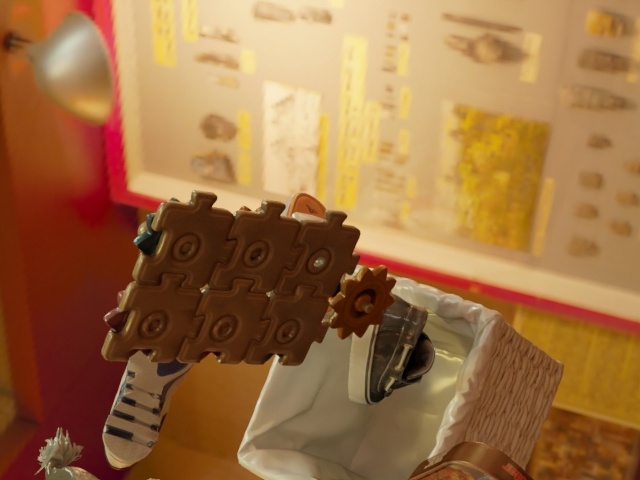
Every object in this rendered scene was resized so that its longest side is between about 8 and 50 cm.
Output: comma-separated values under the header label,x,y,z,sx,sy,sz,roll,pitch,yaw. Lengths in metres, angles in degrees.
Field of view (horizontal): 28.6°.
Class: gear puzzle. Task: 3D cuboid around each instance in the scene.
label,x,y,z,sx,sy,sz,roll,pitch,yaw
gear puzzle,-0.049,0.038,1.197,0.338,0.044,0.176,7,-66,-43

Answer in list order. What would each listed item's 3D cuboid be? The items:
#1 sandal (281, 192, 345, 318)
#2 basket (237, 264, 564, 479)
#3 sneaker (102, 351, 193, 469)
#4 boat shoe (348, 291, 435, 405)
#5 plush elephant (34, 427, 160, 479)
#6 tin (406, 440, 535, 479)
label,x,y,z,sx,sy,sz,roll,pitch,yaw
sandal,-0.009,-0.006,1.628,0.076,0.102,0.265,-49,21,27
basket,0.119,0.244,1.776,0.266,0.328,0.331,33,-102,-48
sneaker,-0.354,0.317,2.459,0.182,0.127,0.316,-55,10,55
boat shoe,0.100,0.152,1.664,0.301,0.102,0.108,88,-159,-61
plush elephant,-0.352,0.489,2.000,0.255,0.271,0.330,42,-154,-32
tin,0.153,0.256,1.259,0.040,0.106,0.189,-45,0,-30
